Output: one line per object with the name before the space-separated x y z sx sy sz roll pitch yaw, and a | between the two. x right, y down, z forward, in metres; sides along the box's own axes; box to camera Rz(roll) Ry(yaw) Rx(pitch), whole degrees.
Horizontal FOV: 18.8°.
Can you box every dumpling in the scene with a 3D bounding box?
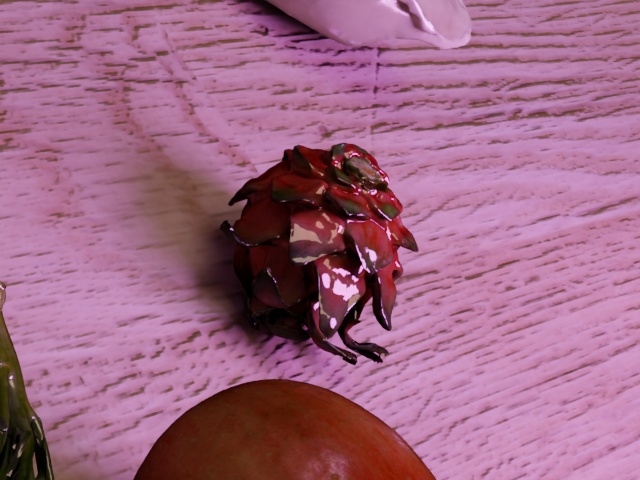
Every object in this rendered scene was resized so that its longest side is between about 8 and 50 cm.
dumpling | 0.015 -0.230 1.512 0.250 0.132 0.162 30 42 3

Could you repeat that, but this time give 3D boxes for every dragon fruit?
dragon fruit | 0.001 0.004 1.256 0.130 0.121 0.142 23 56 21

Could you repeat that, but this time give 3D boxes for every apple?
apple | -0.018 0.170 1.006 0.168 0.181 0.181 37 26 29

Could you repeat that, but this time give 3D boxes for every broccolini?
broccolini | -0.203 0.070 1.001 0.123 0.062 0.271 16 47 -60
